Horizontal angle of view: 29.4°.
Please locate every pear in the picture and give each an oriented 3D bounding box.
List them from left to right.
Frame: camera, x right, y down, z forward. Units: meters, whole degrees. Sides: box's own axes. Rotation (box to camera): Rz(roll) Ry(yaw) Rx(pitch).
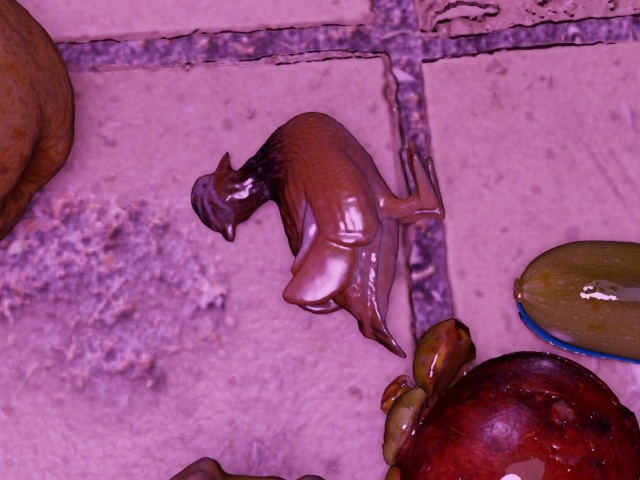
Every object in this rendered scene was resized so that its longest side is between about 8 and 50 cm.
[{"bbox_3d":[-0.275,-0.077,0.801,0.211,0.188,0.229,22,75,15],"label":"pear"}]

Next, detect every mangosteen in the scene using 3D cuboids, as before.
[{"bbox_3d":[0.113,0.145,0.795,0.180,0.166,0.166,30,74,31],"label":"mangosteen"}]

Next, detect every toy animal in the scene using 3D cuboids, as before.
[{"bbox_3d":[0.000,0.000,0.861,0.179,0.089,0.188,-14,76,11],"label":"toy animal"}]

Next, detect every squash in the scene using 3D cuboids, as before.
[{"bbox_3d":[0.305,0.062,0.857,0.340,0.094,0.095,15,75,3],"label":"squash"}]

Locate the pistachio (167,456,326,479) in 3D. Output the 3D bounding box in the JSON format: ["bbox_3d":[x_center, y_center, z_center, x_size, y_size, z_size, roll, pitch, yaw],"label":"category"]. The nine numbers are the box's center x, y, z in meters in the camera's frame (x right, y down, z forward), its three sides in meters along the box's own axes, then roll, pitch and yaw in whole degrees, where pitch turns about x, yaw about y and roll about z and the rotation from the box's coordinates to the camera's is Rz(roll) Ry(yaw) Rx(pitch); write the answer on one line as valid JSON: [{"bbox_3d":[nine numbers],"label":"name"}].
[{"bbox_3d":[-0.036,0.330,0.627,0.281,0.365,0.446,0,46,-3],"label":"pistachio"}]
